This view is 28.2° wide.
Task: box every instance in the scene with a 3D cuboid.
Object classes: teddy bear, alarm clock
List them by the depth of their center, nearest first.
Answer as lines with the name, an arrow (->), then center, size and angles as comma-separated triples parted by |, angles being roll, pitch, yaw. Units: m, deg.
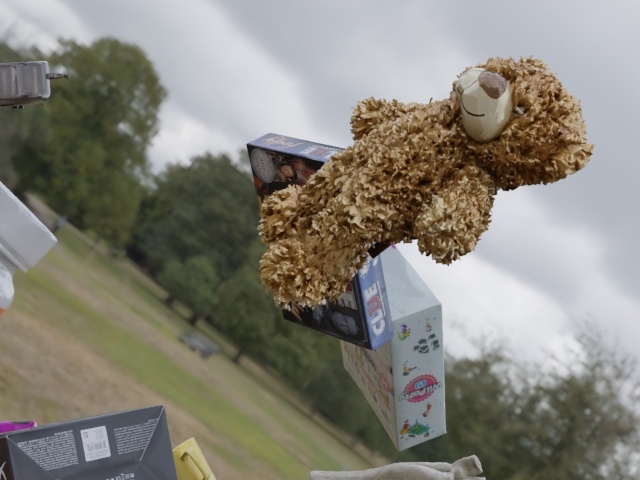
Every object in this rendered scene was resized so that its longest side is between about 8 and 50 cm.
teddy bear -> 0.077, -0.063, 1.179 | 0.338, 0.245, 0.113 | -20, -60, 30
alarm clock -> -0.426, -0.197, 1.619 | 0.129, 0.064, 0.192 | 4, 8, 37

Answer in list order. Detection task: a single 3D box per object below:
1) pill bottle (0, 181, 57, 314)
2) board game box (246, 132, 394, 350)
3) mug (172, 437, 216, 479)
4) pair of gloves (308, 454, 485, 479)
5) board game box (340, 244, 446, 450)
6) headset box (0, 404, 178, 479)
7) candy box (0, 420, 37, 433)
pill bottle -> -0.562, 0.073, 1.722 | 0.224, 0.392, 0.224 | 43, -9, 9
board game box -> 0.000, 0.000, 1.526 | 0.165, 0.042, 0.243 | 15, -55, 46
mug -> -0.149, 0.262, 1.407 | 0.064, 0.062, 0.078 | 53, -2, 9
pair of gloves -> 0.098, 0.356, 1.428 | 0.042, 0.204, 0.240 | -59, 140, -72
board game box -> 0.111, 0.158, 2.078 | 0.224, 0.097, 0.303 | -125, -159, -45
headset box -> -0.328, 0.255, 1.314 | 0.293, 0.110, 0.218 | -15, -7, 34
candy box -> -0.527, 0.344, 1.825 | 0.071, 0.233, 0.159 | 88, -1, -47
